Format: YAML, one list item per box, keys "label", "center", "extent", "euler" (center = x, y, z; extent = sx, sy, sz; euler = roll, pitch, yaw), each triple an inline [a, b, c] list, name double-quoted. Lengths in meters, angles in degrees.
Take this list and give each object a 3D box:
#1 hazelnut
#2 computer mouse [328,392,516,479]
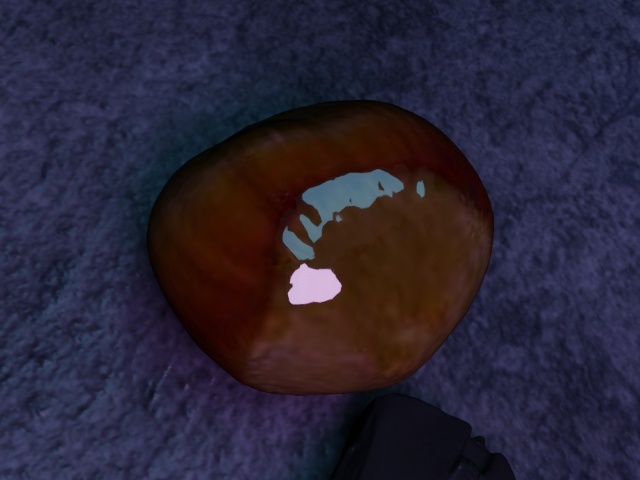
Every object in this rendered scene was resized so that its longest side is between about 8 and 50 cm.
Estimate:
- label: "hazelnut"
  center: [0.002, 0.006, 0.617]
  extent: [0.210, 0.210, 0.186]
  euler: [-35, 100, -32]
- label: "computer mouse"
  center: [0.041, 0.202, 0.565]
  extent: [0.147, 0.088, 0.264]
  euler: [40, 53, 3]
